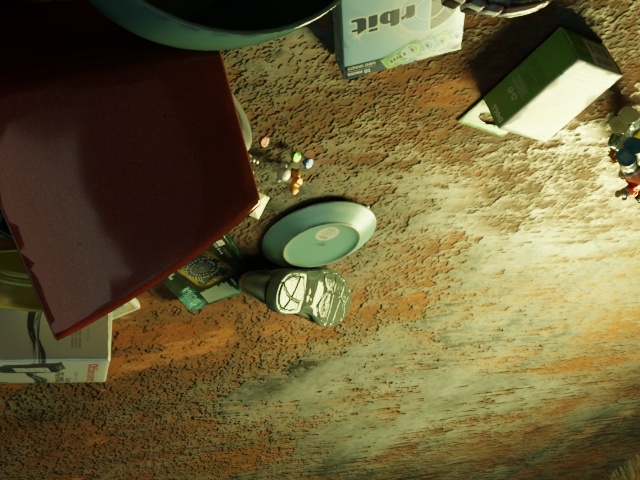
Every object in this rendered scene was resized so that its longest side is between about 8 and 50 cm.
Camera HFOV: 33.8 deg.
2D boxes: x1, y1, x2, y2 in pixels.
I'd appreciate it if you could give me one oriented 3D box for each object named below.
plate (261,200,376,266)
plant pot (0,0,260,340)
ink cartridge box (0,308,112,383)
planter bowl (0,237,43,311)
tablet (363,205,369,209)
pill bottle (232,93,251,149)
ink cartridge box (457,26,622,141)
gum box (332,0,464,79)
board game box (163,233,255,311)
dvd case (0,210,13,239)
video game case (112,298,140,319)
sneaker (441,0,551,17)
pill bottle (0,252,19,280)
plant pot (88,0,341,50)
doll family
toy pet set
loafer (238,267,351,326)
[{"bbox_3d":[0.000,0.000,1.665,0.188,0.024,0.188,-11,150,-7],"label":"plate"},{"bbox_3d":[-0.209,-0.106,1.060,0.236,0.267,0.267,-20,120,-11],"label":"plant pot"},{"bbox_3d":[-0.420,0.143,1.509,0.237,0.100,0.172,1,163,-13],"label":"ink cartridge box"},{"bbox_3d":[-0.349,0.013,1.302,0.217,0.090,0.217,-2,157,-1],"label":"planter bowl"},{"bbox_3d":[0.049,-0.027,1.676,0.054,0.006,0.083,-13,149,-11],"label":"tablet"},{"bbox_3d":[-0.204,-0.105,1.277,0.222,0.124,0.124,-30,149,20],"label":"pill bottle"},{"bbox_3d":[0.306,-0.199,1.483,0.109,0.062,0.209,9,140,-41],"label":"ink cartridge box"},{"bbox_3d":[0.093,-0.280,1.243,0.157,0.041,0.184,-16,151,-7],"label":"gum box"},{"bbox_3d":[-0.181,0.046,1.641,0.126,0.026,0.186,-21,151,4],"label":"board game box"},{"bbox_3d":[-0.465,-0.064,1.144,0.239,0.029,0.179,13,164,29],"label":"dvd case"},{"bbox_3d":[-0.378,0.101,1.625,0.157,0.019,0.143,-22,151,4],"label":"video game case"},{"bbox_3d":[0.147,-0.316,1.065,0.282,0.106,0.162,6,162,-15],"label":"sneaker"},{"bbox_3d":[-0.427,0.023,1.398,0.086,0.086,0.152,-34,148,24],"label":"pill bottle"},{"bbox_3d":[-0.116,-0.286,0.914,0.290,0.290,0.195,-4,173,-25],"label":"plant pot"},{"bbox_3d":[0.534,-0.174,1.639,0.263,0.118,0.163,-41,142,2],"label":"doll family"},{"bbox_3d":[-0.089,-0.090,1.460,0.122,0.065,0.114,24,94,-54],"label":"toy pet set"},{"bbox_3d":[-0.036,0.082,1.737,0.084,0.096,0.267,15,177,28],"label":"loafer"}]
